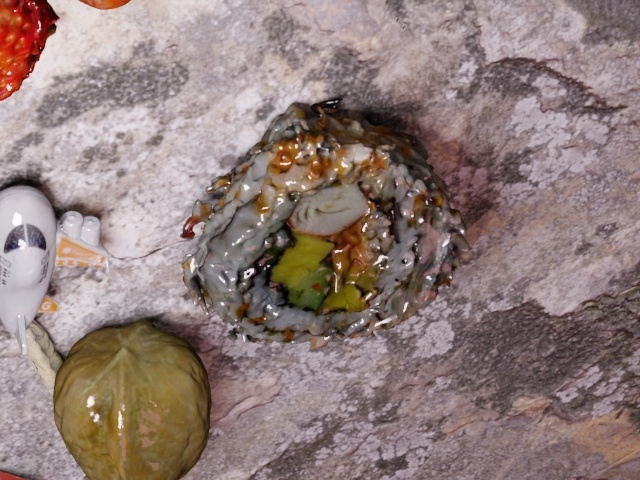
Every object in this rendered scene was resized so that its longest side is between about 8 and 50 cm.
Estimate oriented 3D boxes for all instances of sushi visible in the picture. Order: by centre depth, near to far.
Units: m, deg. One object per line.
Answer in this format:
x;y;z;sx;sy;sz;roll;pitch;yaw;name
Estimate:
-0.004;0.002;2.094;0.417;0.176;0.417;-14;135;-14;sushi

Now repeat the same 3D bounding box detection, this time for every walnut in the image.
-0.271;0.255;2.166;0.227;0.283;0.283;2;135;7;walnut

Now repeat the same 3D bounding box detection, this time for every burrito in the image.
-0.404;0.170;2.166;0.045;0.041;0.185;10;142;22;burrito

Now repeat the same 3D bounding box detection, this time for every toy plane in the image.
-0.403;0.034;1.979;0.244;0.117;0.245;-12;135;-13;toy plane

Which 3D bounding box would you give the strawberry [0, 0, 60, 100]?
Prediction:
-0.448;-0.226;1.597;0.288;0.238;0.250;-28;153;-27;strawberry

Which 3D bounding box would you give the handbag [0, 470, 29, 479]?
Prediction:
-0.568;0.437;2.261;0.298;0.151;0.171;5;123;-34;handbag

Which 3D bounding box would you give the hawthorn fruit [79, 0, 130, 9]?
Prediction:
-0.257;-0.329;1.707;0.128;0.128;0.128;-13;135;-14;hawthorn fruit
